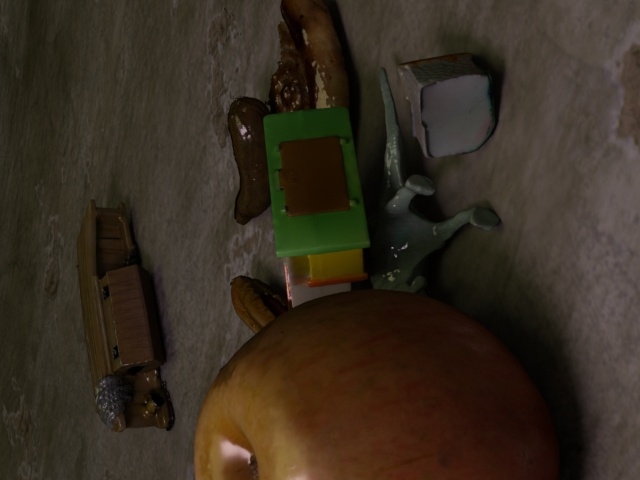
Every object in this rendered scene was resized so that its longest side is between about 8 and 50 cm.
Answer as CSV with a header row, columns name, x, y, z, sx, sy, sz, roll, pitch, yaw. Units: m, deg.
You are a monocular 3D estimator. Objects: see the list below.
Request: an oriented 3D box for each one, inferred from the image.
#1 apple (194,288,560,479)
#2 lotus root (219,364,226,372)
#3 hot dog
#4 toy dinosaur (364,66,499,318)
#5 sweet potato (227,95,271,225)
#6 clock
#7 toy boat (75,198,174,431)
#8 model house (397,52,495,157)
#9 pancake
name,x,y,z,sx,sy,sz,roll,pitch,yaw
apple,0.048,0.225,1.245,0.364,0.364,0.363,5,96,59
lotus root,-0.088,0.315,1.664,0.182,0.183,0.309,-55,45,45
hot dog,-0.043,0.130,1.678,0.289,0.068,0.083,37,145,48
toy dinosaur,0.106,-0.029,1.400,0.205,0.092,0.392,-47,60,57
sweet potato,-0.100,-0.107,1.744,0.081,0.062,0.233,52,150,45
clock,0.000,0.000,1.479,0.255,0.106,0.219,84,179,-52
toy boat,-0.367,0.136,2.161,0.162,0.136,0.445,-39,57,47
model house,0.142,-0.161,1.344,0.100,0.088,0.100,-110,9,-55
pancake,-0.016,-0.220,1.620,0.257,0.056,0.212,51,136,45
